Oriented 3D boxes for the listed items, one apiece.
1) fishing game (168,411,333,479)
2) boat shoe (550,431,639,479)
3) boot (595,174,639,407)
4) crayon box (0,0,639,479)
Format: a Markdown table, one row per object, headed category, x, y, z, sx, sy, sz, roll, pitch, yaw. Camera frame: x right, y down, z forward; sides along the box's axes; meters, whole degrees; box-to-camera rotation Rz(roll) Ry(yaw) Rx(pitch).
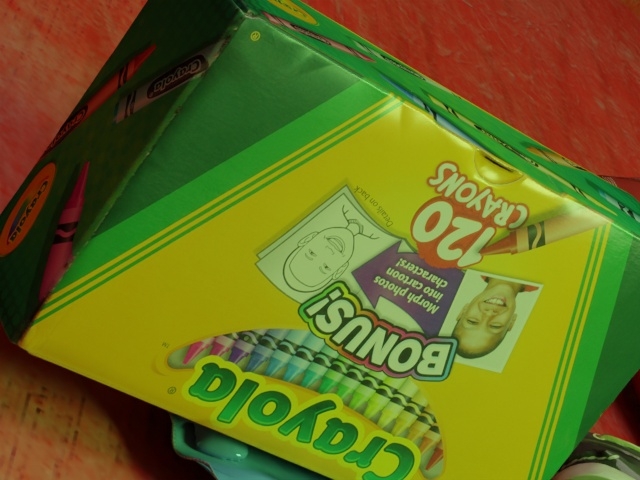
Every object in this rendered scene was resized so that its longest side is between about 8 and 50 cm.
| category | x | y | z | sx | sy | sz | roll | pitch | yaw |
| --- | --- | --- | --- | --- | --- | --- | --- | --- | --- |
| fishing game | -0.001 | 0.115 | 0.900 | 0.264 | 0.041 | 0.189 | 39 | 17 | 10 |
| boat shoe | 0.224 | 0.190 | 1.139 | 0.228 | 0.081 | 0.068 | 38 | 23 | -11 |
| boot | 0.193 | 0.041 | 1.422 | 0.176 | 0.088 | 0.244 | 13 | 45 | -14 |
| crayon box | 0.014 | 0.010 | 0.853 | 0.278 | 0.165 | 0.081 | 26 | 18 | -34 |
